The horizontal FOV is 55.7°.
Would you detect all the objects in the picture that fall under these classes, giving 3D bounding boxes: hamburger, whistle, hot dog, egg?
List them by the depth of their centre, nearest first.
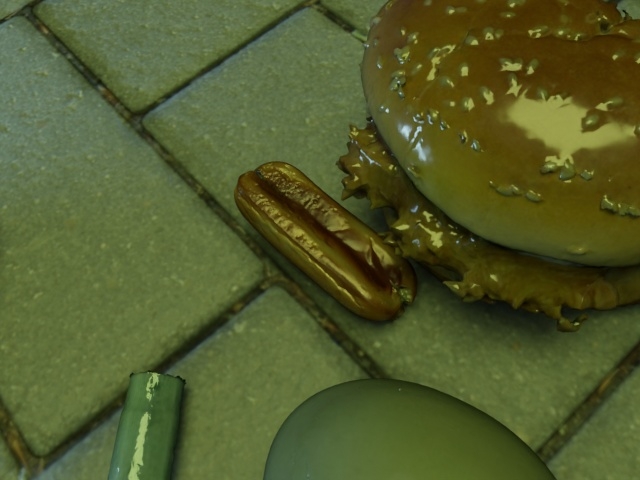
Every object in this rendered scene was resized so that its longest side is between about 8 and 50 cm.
[{"bbox_3d":[0.075,0.228,0.469,0.269,0.219,0.219,27,67,25],"label":"egg"},{"bbox_3d":[-0.177,0.278,0.559,0.062,0.062,0.312,0,61,6],"label":"whistle"},{"bbox_3d":[0.179,-0.080,0.607,0.287,0.268,0.445,-42,66,-13],"label":"hamburger"},{"bbox_3d":[0.000,0.000,0.689,0.249,0.068,0.100,42,50,19],"label":"hot dog"}]
